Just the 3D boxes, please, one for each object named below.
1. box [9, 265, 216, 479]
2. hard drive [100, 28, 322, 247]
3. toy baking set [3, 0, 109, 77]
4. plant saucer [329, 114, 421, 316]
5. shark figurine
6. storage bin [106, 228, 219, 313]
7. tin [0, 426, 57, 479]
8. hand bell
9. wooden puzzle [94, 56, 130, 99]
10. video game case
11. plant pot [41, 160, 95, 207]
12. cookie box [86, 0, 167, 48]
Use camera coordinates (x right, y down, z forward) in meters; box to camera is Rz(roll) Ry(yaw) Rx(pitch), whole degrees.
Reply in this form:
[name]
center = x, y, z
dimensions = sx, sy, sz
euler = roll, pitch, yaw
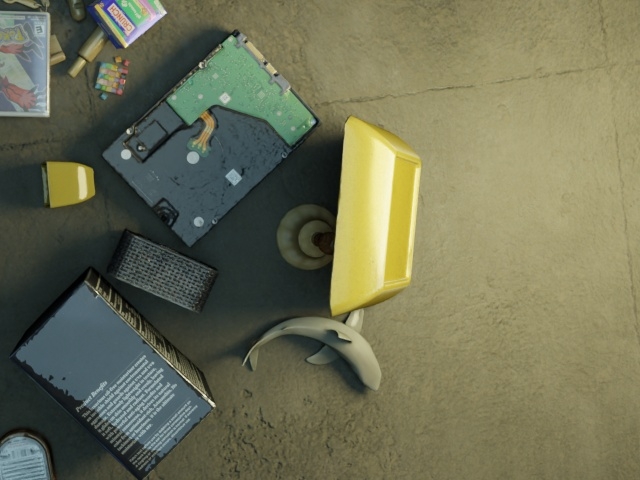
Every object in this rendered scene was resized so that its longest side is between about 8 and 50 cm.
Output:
[box]
center = -0.351, 0.214, 1.798
dimensions = 0.183, 0.296, 0.294
euler = -44, 99, -5
[hard drive]
center = -0.196, -0.185, 1.925
dimensions = 0.339, 0.064, 0.237
euler = -45, 100, -5
[toy baking set]
center = -0.447, -0.421, 1.878
dimensions = 0.196, 0.030, 0.256
euler = 42, 85, -11
[plant saucer]
center = 0.108, -0.036, 1.857
dimensions = 0.081, 0.333, 0.333
euler = 6, 92, 16
[shark figurine]
center = -0.003, 0.182, 1.960
dimensions = 0.278, 0.116, 0.166
euler = 10, 90, -13
[storage bin]
center = -0.281, 0.053, 1.890
dimensions = 0.180, 0.122, 0.084
euler = 25, 88, -12
[tin]
center = -0.530, 0.432, 1.906
dimensions = 0.106, 0.040, 0.190
euler = -10, 95, -6
[hand bell]
center = 0.000, 0.000, 1.882
dimensions = 0.126, 0.242, 0.126
euler = -1, 93, -11
[wooden puzzle]
center = -0.376, -0.292, 1.912
dimensions = 0.049, 0.006, 0.083
euler = 14, 90, -12
[video game case]
center = -0.574, -0.309, 1.851
dimensions = 0.201, 0.023, 0.184
euler = 1, 93, -5
[plant pot]
center = -0.444, -0.100, 1.874
dimensions = 0.083, 0.081, 0.082
euler = -5, 94, -21
[cookie box]
center = -0.341, -0.405, 1.872
dimensions = 0.107, 0.040, 0.092
euler = -46, 117, -21
